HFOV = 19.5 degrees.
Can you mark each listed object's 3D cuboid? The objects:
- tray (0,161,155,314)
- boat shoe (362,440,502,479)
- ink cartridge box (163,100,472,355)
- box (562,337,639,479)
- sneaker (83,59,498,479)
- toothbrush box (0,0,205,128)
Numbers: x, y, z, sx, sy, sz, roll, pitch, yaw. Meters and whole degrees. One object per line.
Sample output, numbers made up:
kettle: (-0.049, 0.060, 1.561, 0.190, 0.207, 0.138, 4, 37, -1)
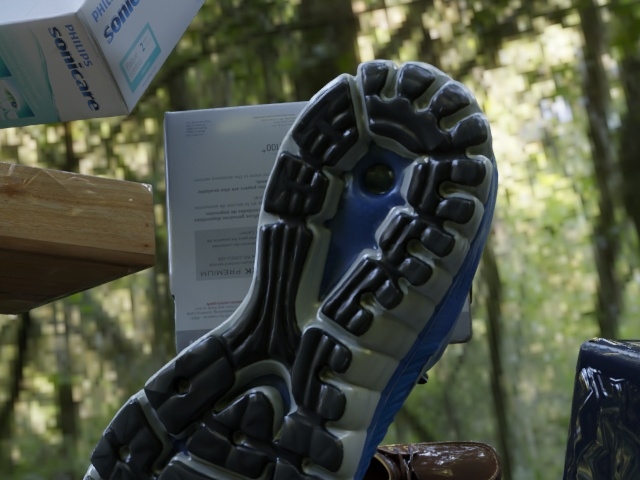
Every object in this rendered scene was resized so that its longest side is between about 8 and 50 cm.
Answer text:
tray: (-0.349, -0.009, 1.391, 0.411, 0.076, 0.203, 7, -17, -41)
boat shoe: (0.052, 0.179, 1.346, 0.178, 0.064, 0.060, -10, -29, -16)
ink cartridge box: (0.000, 0.000, 1.946, 0.310, 0.271, 0.130, -3, -17, 3)
box: (0.399, 0.318, 1.162, 0.472, 0.479, 0.297, 3, 6, -29)
sneaker: (0.000, 0.073, 0.936, 0.330, 0.130, 0.147, -58, -20, 6)
toothbrush box: (-0.290, -0.222, 1.858, 0.296, 0.216, 0.126, -5, -52, 29)
